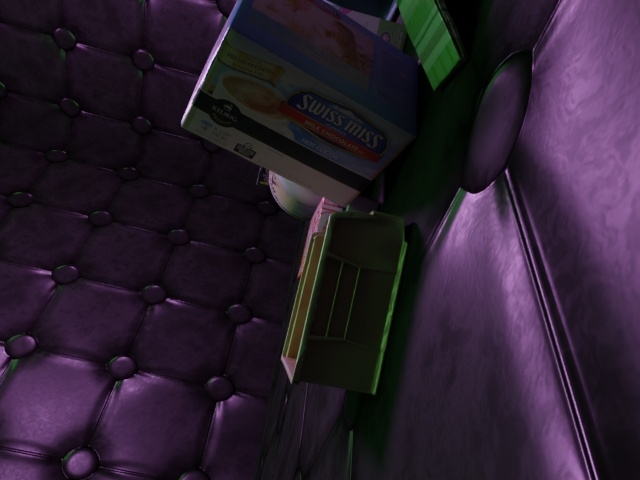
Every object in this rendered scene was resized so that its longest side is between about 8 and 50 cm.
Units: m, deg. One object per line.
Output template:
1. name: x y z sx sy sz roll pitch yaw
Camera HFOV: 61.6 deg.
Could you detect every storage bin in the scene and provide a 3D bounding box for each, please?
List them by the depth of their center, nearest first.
1. storage bin: 0.031 0.092 0.867 0.262 0.123 0.260 139 144 -81

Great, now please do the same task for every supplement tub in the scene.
1. supplement tub: -0.005 -0.184 1.327 0.325 0.236 0.235 134 149 -80

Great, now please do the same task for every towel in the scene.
1. towel: 0.154 -0.297 0.746 0.113 0.023 0.151 136 111 -82

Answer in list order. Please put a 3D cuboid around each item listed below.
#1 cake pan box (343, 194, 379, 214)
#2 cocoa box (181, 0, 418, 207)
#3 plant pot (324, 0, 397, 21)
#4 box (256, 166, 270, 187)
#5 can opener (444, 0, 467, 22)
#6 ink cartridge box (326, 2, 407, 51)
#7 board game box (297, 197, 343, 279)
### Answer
1. cake pan box: 0.045 0.041 1.149 0.267 0.070 0.245 136 145 -80
2. cocoa box: -0.026 -0.267 0.961 0.228 0.347 0.231 -44 28 45
3. plant pot: 0.134 -0.761 1.404 0.248 0.247 0.252 167 127 -84
4. box: -0.033 -0.233 1.557 0.060 0.270 0.216 -86 10 -56
5. can opener: 0.178 -0.344 0.708 0.283 0.076 0.095 122 162 -76
6. ink cartridge box: 0.001 -0.427 1.248 0.119 0.354 0.207 -173 97 -84
7. board game box: 0.000 0.000 1.125 0.193 0.045 0.146 124 159 -72
